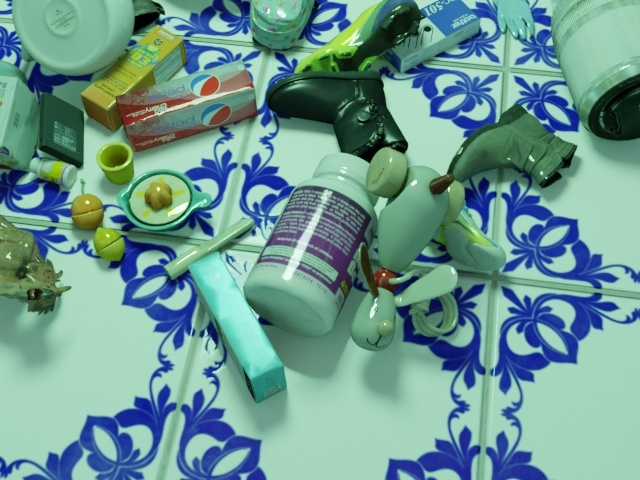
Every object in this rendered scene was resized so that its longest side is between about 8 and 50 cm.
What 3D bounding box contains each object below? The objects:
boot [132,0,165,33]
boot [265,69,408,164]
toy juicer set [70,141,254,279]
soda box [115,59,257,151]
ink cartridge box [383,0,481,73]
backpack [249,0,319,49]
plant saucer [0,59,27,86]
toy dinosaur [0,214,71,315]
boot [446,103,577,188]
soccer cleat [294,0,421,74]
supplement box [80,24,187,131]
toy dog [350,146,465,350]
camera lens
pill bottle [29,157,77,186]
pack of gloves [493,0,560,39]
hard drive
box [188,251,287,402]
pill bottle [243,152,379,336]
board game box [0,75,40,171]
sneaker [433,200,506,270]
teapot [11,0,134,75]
[{"bbox_3d":[-0.492,-0.521,1.927,0.263,0.091,0.229,-24,69,-4],"label":"boot"},{"bbox_3d":[0.031,-0.228,1.721,0.247,0.094,0.207,-7,54,-10],"label":"boot"},{"bbox_3d":[-0.312,-0.044,1.622,0.329,0.089,0.209,27,63,16],"label":"toy juicer set"},{"bbox_3d":[-0.261,-0.264,1.754,0.263,0.092,0.083,-19,61,-10],"label":"soda box"},{"bbox_3d":[0.225,-0.438,1.875,0.207,0.046,0.097,-30,63,-16],"label":"ink cartridge box"},{"bbox_3d":[-0.088,-0.494,1.880,0.152,0.115,0.182,10,62,5],"label":"backpack"},{"bbox_3d":[-0.704,-0.312,1.830,0.195,0.037,0.195,-1,59,1],"label":"plant saucer"},{"bbox_3d":[-0.540,0.037,1.567,0.200,0.127,0.295,-7,46,-11],"label":"toy dinosaur"},{"bbox_3d":[0.364,-0.152,1.669,0.246,0.083,0.161,-37,65,-26],"label":"boot"},{"bbox_3d":[0.073,-0.400,1.815,0.289,0.093,0.121,-32,34,8],"label":"soccer cleat"},{"bbox_3d":[-0.375,-0.332,1.809,0.078,0.080,0.233,31,62,17],"label":"supplement box"},{"bbox_3d":[0.149,0.009,1.438,0.220,0.161,0.333,-2,87,-20],"label":"toy dog"},{"bbox_3d":[0.576,-0.346,1.706,0.219,0.219,0.274,-8,58,-3],"label":"camera lens"},{"bbox_3d":[-0.513,-0.133,1.709,0.083,0.043,0.043,17,60,12],"label":"pill bottle"},{"bbox_3d":[0.468,-0.534,1.928,0.195,0.046,0.232,-6,58,-3],"label":"pack of gloves"},{"bbox_3d":[-0.503,-0.216,1.736,0.022,0.094,0.135,-29,53,30],"label":"hard drive"},{"bbox_3d":[-0.140,0.143,1.494,0.060,0.100,0.244,-26,61,-13],"label":"box"},{"bbox_3d":[0.000,0.000,1.539,0.169,0.169,0.301,19,61,13],"label":"pill bottle"},{"bbox_3d":[-0.696,-0.232,1.701,0.275,0.142,0.144,7,76,6],"label":"board game box"},{"bbox_3d":[0.245,-0.044,1.605,0.240,0.091,0.126,30,63,19],"label":"sneaker"},{"bbox_3d":[-0.478,-0.453,1.788,0.256,0.252,0.187,16,21,8],"label":"teapot"}]
